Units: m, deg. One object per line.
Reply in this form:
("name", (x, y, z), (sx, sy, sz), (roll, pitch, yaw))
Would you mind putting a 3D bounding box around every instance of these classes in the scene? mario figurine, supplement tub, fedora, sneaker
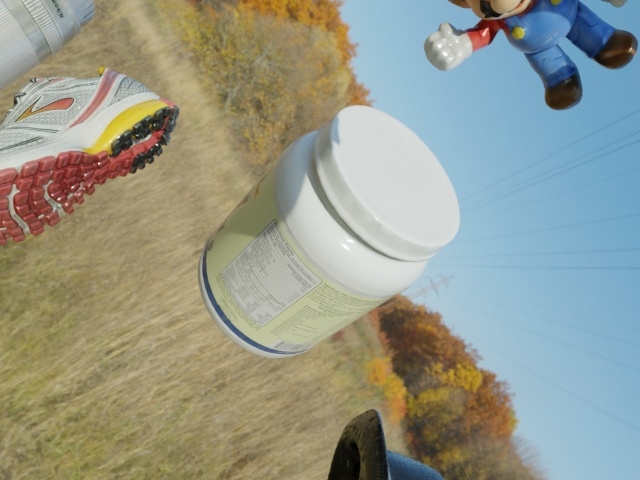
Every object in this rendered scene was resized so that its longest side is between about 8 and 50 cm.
("mario figurine", (0.265, -0.280, 0.649), (0.320, 0.198, 0.170), (25, 5, -28))
("supplement tub", (0.000, 0.000, 0.697), (0.235, 0.325, 0.235), (23, 48, -27))
("fedora", (0.093, 0.394, 0.651), (0.334, 0.152, 0.334), (-167, -90, -84))
("sneaker", (-0.223, -0.076, 0.417), (0.092, 0.225, 0.088), (38, -47, 4))

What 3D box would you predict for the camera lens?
("camera lens", (-0.468, -0.302, 0.652), (0.219, 0.274, 0.219), (39, -19, 16))
